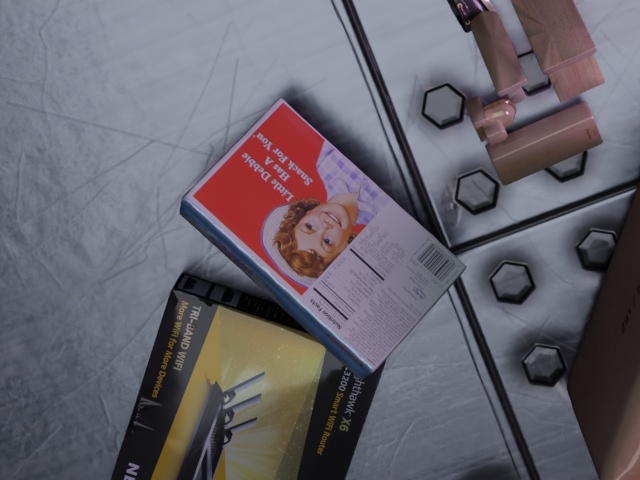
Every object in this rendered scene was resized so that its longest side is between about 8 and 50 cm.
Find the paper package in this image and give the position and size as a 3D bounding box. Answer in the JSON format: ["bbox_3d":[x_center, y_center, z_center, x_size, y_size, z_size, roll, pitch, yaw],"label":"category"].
[{"bbox_3d":[0.380,0.075,1.703,0.168,0.309,0.324,16,103,-4],"label":"paper package"}]

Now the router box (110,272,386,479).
[{"bbox_3d":[-0.088,0.220,1.885,0.243,0.081,0.308,18,103,-1],"label":"router box"}]

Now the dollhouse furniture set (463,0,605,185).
[{"bbox_3d":[0.217,-0.170,1.796,0.144,0.123,0.151,-24,143,9],"label":"dollhouse furniture set"}]

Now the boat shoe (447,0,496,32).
[{"bbox_3d":[0.127,-0.275,1.781,0.042,0.049,0.133,-38,101,3],"label":"boat shoe"}]

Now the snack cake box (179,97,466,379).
[{"bbox_3d":[0.000,0.000,1.788,0.264,0.089,0.152,43,78,2],"label":"snack cake box"}]
